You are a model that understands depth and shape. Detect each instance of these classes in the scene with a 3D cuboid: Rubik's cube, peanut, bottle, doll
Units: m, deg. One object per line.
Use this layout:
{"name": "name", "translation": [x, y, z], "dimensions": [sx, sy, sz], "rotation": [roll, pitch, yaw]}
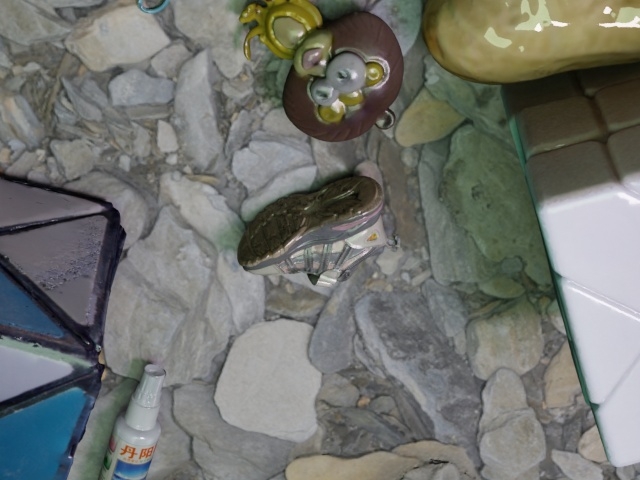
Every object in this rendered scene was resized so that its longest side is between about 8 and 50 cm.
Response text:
{"name": "Rubik's cube", "translation": [0.383, -0.014, 1.444], "dimensions": [0.319, 0.316, 0.321], "rotation": [-16, 115, 9]}
{"name": "peanut", "translation": [0.257, -0.239, 1.424], "dimensions": [0.319, 0.147, 0.147], "rotation": [-9, 117, 7]}
{"name": "bottle", "translation": [-0.227, 0.243, 1.721], "dimensions": [0.060, 0.060, 0.217], "rotation": [14, 117, -7]}
{"name": "doll", "translation": [-0.003, -0.179, 1.484], "dimensions": [0.188, 0.096, 0.145], "rotation": [19, 109, 1]}
{"name": "Rubik's cube", "translation": [-0.389, 0.115, 1.515], "dimensions": [0.307, 0.305, 0.310], "rotation": [18, 116, -10]}

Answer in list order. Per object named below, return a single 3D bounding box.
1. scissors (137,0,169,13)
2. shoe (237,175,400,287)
{"name": "scissors", "translation": [-0.150, -0.282, 1.470], "dimensions": [0.119, 0.014, 0.058], "rotation": [-33, 114, 20]}
{"name": "shoe", "translation": [0.000, 0.000, 1.585], "dimensions": [0.180, 0.089, 0.092], "rotation": [-23, 127, 14]}
